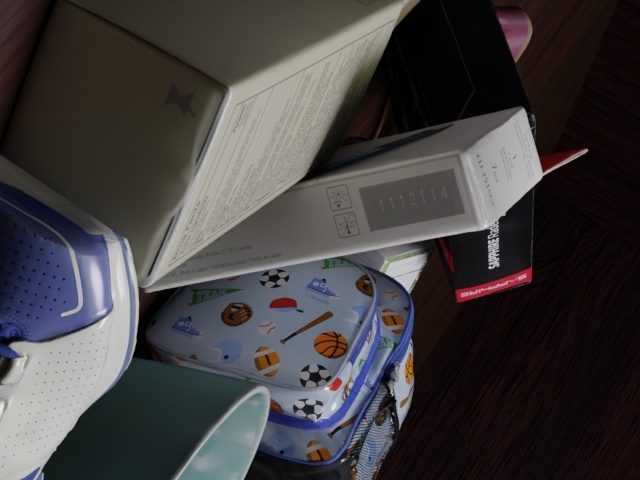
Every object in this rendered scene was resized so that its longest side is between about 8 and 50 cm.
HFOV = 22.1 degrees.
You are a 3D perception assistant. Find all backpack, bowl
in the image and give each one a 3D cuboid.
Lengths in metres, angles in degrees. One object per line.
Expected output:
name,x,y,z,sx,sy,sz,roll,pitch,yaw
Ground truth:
backpack,-0.037,0.119,1.529,0.263,0.277,0.213,-52,154,-51
bowl,-0.185,0.206,1.247,0.311,0.163,0.311,-56,168,-18

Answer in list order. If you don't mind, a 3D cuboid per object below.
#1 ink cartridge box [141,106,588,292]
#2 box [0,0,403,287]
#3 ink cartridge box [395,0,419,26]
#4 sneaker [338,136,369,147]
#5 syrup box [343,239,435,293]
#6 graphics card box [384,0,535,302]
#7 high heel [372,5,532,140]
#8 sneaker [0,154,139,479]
ink cartridge box,0.033,-0.045,1.300,0.261,0.296,0.066,-34,110,-60
box,-0.069,-0.100,1.077,0.148,0.121,0.311,-64,169,24
ink cartridge box,0.059,-0.277,1.291,0.193,0.088,0.234,-48,164,-43
sneaker,0.000,0.000,1.765,0.234,0.084,0.097,-63,168,18
syrup box,0.014,0.077,1.716,0.093,0.096,0.237,-14,139,-52
graphics card box,0.131,-0.115,1.576,0.094,0.232,0.371,-16,156,-1
high heel,0.083,-0.124,1.868,0.181,0.127,0.377,-4,131,-46
sneaker,-0.223,0.122,0.951,0.182,0.127,0.315,-47,165,-57
